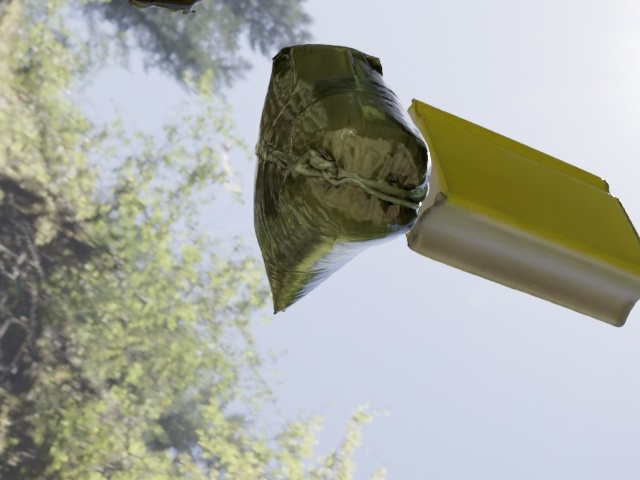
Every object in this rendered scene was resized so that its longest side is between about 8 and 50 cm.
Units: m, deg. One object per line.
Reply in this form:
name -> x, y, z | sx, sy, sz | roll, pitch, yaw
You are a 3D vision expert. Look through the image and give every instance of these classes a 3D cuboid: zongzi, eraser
zongzi -> 0.000, 0.000, 0.388 | 0.104, 0.052, 0.113 | -101, -157, -64
eraser -> 0.166, -0.024, 0.977 | 0.069, 0.226, 0.158 | -58, -156, 28

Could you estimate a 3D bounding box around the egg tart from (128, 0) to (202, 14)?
egg tart -> -0.137, -0.345, 1.147 | 0.345, 0.345, 0.132 | -29, -115, 13
